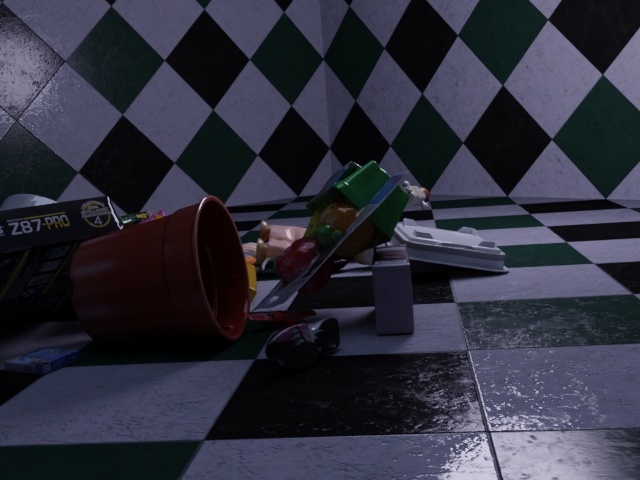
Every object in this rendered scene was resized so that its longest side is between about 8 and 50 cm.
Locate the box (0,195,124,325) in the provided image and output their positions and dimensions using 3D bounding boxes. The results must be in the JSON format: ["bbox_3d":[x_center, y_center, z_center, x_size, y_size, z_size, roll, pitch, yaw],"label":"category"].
[{"bbox_3d":[-0.618,0.063,1.642,0.318,0.097,0.395,-15,-18,-42],"label":"box"}]

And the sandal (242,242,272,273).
[{"bbox_3d":[-0.199,0.042,2.267,0.102,0.076,0.265,-3,8,9],"label":"sandal"}]

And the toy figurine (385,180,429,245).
[{"bbox_3d":[0.218,-0.068,2.365,0.213,0.210,0.148,1,4,28],"label":"toy figurine"}]

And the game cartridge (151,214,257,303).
[{"bbox_3d":[-0.283,0.043,1.915,0.285,0.053,0.324,29,6,-8],"label":"game cartridge"}]

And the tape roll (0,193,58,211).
[{"bbox_3d":[-0.708,0.007,2.106,0.286,0.286,0.100,0,52,25],"label":"tape roll"}]

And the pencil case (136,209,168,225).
[{"bbox_3d":[-0.489,0.011,2.229,0.209,0.095,0.098,-33,-19,-15],"label":"pencil case"}]

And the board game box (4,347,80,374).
[{"bbox_3d":[-0.485,0.210,1.427,0.090,0.020,0.090,-1,8,28],"label":"board game box"}]

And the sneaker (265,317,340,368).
[{"bbox_3d":[-0.040,0.174,1.344,0.077,0.072,0.178,-13,-6,32],"label":"sneaker"}]

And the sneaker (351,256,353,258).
[{"bbox_3d":[0.008,0.023,2.270,0.293,0.102,0.146,-6,14,17],"label":"sneaker"}]

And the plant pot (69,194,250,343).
[{"bbox_3d":[-0.302,0.073,1.528,0.265,0.272,0.272,-10,7,12],"label":"plant pot"}]

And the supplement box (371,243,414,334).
[{"bbox_3d":[0.138,0.089,1.569,0.073,0.130,0.239,-4,7,6],"label":"supplement box"}]

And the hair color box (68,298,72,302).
[{"bbox_3d":[-0.656,0.056,1.964,0.339,0.185,0.110,1,50,27],"label":"hair color box"}]

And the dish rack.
[{"bbox_3d":[0.317,0.006,2.082,0.285,0.072,0.333,9,9,-4],"label":"dish rack"}]

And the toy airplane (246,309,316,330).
[{"bbox_3d":[-0.061,0.154,1.570,0.151,0.028,0.151,2,5,0],"label":"toy airplane"}]

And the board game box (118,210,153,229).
[{"bbox_3d":[-0.580,0.016,2.273,0.259,0.030,0.136,-44,-9,26],"label":"board game box"}]

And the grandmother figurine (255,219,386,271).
[{"bbox_3d":[0.009,0.013,2.159,0.342,0.208,0.104,7,-27,3],"label":"grandmother figurine"}]

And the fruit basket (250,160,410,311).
[{"bbox_3d":[0.000,0.000,1.631,0.353,0.165,0.327,-41,5,-16],"label":"fruit basket"}]
